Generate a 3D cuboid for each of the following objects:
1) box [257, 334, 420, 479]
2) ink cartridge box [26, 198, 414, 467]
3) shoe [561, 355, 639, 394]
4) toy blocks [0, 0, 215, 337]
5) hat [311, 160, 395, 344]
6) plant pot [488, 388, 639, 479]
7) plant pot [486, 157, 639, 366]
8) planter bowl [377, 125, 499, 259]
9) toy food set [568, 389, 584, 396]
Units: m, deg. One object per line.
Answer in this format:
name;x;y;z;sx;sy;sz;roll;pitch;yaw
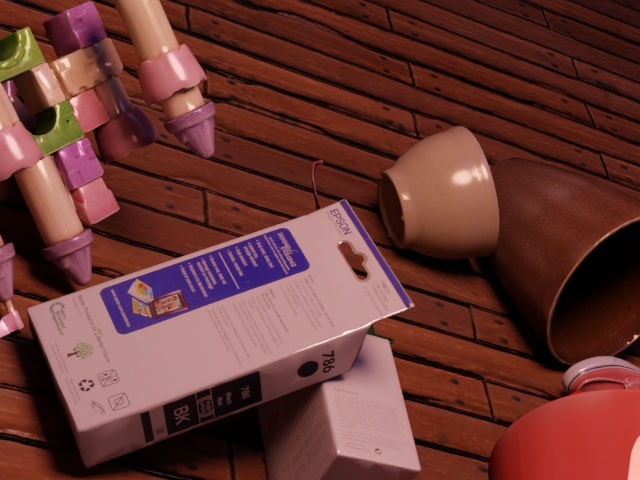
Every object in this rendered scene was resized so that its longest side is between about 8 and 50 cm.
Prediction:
box;0.014;0.187;1.551;0.091;0.130;0.170;15;39;-23
ink cartridge box;-0.092;0.082;1.510;0.332;0.065;0.165;-19;47;-13
shoe;0.368;0.192;1.890;0.178;0.063;0.081;14;33;-33
toy blocks;-0.281;-0.075;1.606;0.288;0.309;0.260;-33;103;-41
hat;0.000;0.000;1.676;0.208;0.184;0.173;12;-2;42
plant pot;0.289;0.317;1.524;0.275;0.275;0.243;24;46;-14
plant pot;0.290;0.000;1.964;0.215;0.215;0.230;0;33;-39
planter bowl;0.133;-0.048;1.933;0.109;0.162;0.162;-13;51;-15
toy food set;0.363;0.229;1.796;0.232;0.111;0.104;0;46;-35
